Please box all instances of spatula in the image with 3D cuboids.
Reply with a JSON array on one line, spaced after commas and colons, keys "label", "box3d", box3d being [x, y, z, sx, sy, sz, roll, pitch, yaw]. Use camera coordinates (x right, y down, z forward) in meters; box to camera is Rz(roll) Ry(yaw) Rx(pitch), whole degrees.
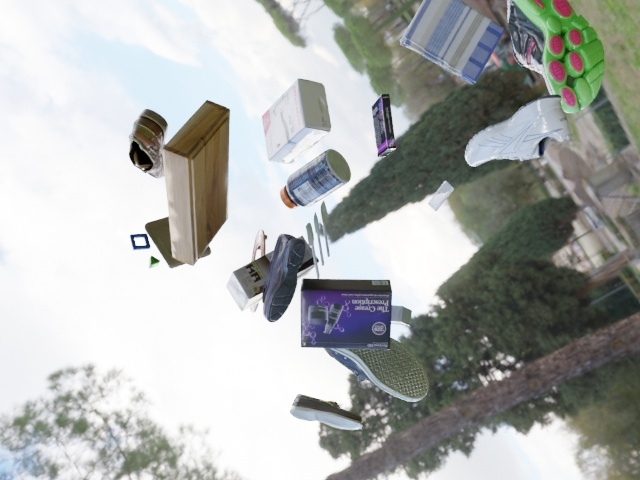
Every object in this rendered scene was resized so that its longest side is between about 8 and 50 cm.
[{"label": "spatula", "box3d": [0.000, 0.000, 2.144, 0.168, 0.019, 0.242, -63, -30, -47]}]

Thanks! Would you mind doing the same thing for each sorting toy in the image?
[{"label": "sorting toy", "box3d": [-0.512, 0.002, 2.206, 0.347, 0.047, 0.196, -21, -111, -39]}]

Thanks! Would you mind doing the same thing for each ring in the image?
[{"label": "ring", "box3d": [-0.244, 0.121, 2.443, 0.032, 0.337, 0.337, 6, -142, -15]}]

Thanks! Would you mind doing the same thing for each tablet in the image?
[{"label": "tablet", "box3d": [0.339, -0.125, 1.733, 0.006, 0.083, 0.054, 28, -162, -30]}]

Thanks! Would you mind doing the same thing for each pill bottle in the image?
[{"label": "pill bottle", "box3d": [-0.026, -0.196, 2.068, 0.130, 0.245, 0.131, 32, -138, -36]}]

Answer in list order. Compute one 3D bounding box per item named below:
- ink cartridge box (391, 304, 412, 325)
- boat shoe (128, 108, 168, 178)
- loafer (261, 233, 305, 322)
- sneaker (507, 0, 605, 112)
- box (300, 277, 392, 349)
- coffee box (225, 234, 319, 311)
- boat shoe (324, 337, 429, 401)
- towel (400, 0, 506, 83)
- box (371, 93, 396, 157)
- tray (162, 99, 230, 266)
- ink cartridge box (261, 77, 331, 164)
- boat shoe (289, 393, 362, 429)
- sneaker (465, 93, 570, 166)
[{"label": "ink cartridge box", "box3d": [0.296, 0.323, 2.678, 0.127, 0.175, 0.073, 29, -114, -59]}, {"label": "boat shoe", "box3d": [-0.485, -0.243, 1.704, 0.110, 0.105, 0.307, 25, 157, 3]}, {"label": "loafer", "box3d": [-0.136, 0.122, 2.053, 0.095, 0.303, 0.109, 27, -166, 37]}, {"label": "sneaker", "box3d": [0.688, -0.576, 1.825, 0.202, 0.185, 0.483, 76, -179, -67]}, {"label": "box", "box3d": [0.073, 0.213, 1.781, 0.103, 0.261, 0.185, -83, -7, -72]}, {"label": "coffee box", "box3d": [-0.172, 0.117, 2.185, 0.119, 0.297, 0.168, 57, 155, 10]}, {"label": "boat shoe", "box3d": [0.190, 0.444, 2.339, 0.500, 0.187, 0.156, 29, 156, 21]}, {"label": "towel", "box3d": [0.425, -0.659, 1.977, 0.284, 0.209, 0.034, 28, -171, -5]}, {"label": "box", "box3d": [0.185, -0.336, 1.807, 0.116, 0.029, 0.162, 158, 105, -79]}, {"label": "tray", "box3d": [-0.311, -0.135, 1.590, 0.076, 0.411, 0.203, 23, -128, 8]}, {"label": "ink cartridge box", "box3d": [-0.094, -0.439, 2.284, 0.117, 0.283, 0.208, 3, -111, -33]}, {"label": "boat shoe", "box3d": [0.031, 0.741, 2.667, 0.117, 0.324, 0.097, 81, -157, -45]}, {"label": "sneaker", "box3d": [0.493, -0.251, 1.562, 0.111, 0.297, 0.130, -18, -98, -40]}]
